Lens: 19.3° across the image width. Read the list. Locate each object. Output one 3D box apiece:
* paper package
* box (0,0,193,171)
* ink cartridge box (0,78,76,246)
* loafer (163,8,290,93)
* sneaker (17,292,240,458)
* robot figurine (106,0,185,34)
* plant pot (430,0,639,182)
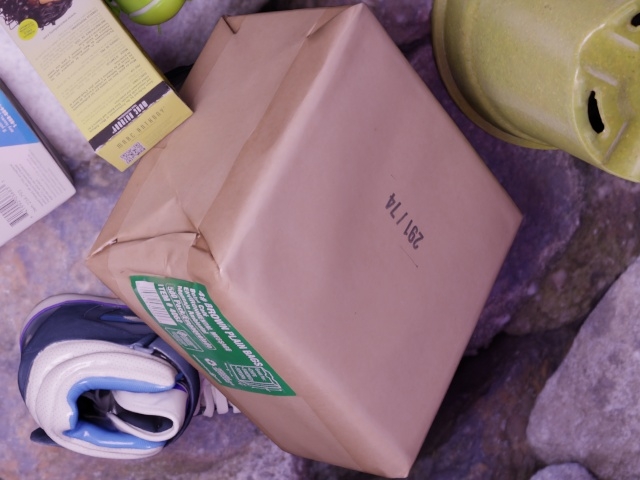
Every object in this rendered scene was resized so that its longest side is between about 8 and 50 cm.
[{"bbox_3d":[0.000,0.000,1.668,0.325,0.168,0.309,49,55,-39],"label":"paper package"},{"bbox_3d":[-0.212,-0.173,1.619,0.087,0.232,0.058,-40,157,2],"label":"box"},{"bbox_3d":[-0.355,-0.039,1.707,0.231,0.078,0.134,-35,116,0],"label":"ink cartridge box"},{"bbox_3d":[-0.084,-0.153,1.746,0.170,0.061,0.062,-35,115,0],"label":"loafer"},{"bbox_3d":[-0.120,0.139,1.757,0.322,0.236,0.130,4,110,-17],"label":"sneaker"},{"bbox_3d":[-0.165,-0.241,1.684,0.101,0.067,0.115,-46,117,-8],"label":"robot figurine"},{"bbox_3d":[0.270,-0.176,1.729,0.276,0.254,0.276,-6,112,-14],"label":"plant pot"}]
